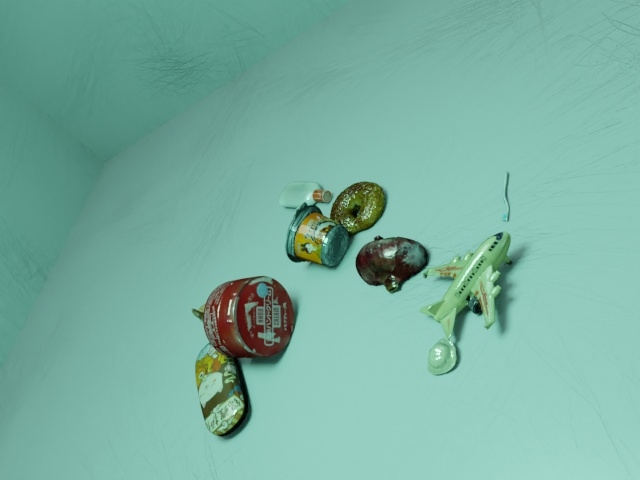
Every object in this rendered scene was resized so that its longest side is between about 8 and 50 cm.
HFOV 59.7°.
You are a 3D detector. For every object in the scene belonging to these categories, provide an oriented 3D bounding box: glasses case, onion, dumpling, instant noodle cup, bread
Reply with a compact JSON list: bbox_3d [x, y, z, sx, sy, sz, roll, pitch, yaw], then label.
[{"bbox_3d":[-0.278,0.398,1.549,0.122,0.082,0.321,-39,36,6],"label":"glasses case"},{"bbox_3d":[0.167,0.049,1.432,0.206,0.098,0.151,-19,42,32],"label":"onion"},{"bbox_3d":[0.262,0.249,1.190,0.059,0.043,0.077,28,68,37],"label":"dumpling"},{"bbox_3d":[0.000,0.000,1.599,0.125,0.208,0.178,22,67,30],"label":"instant noodle cup"},{"bbox_3d":[0.107,-0.099,1.671,0.193,0.064,0.193,-24,44,26],"label":"bread"}]

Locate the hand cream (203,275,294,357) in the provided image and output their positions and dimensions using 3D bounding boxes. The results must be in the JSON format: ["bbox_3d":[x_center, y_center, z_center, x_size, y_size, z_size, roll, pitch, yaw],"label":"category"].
[{"bbox_3d":[-0.197,0.212,1.531,0.149,0.230,0.230,-12,47,39],"label":"hand cream"}]

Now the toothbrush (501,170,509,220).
[{"bbox_3d":[0.457,-0.111,1.372,0.017,0.014,0.162,0,52,22],"label":"toothbrush"}]

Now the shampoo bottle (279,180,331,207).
[{"bbox_3d":[-0.049,-0.154,1.890,0.221,0.051,0.108,9,59,49],"label":"shampoo bottle"}]

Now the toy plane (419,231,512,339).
[{"bbox_3d":[0.330,0.089,1.224,0.256,0.104,0.242,-44,33,2],"label":"toy plane"}]

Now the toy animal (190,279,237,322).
[{"bbox_3d":[-0.291,0.187,1.699,0.185,0.184,0.104,-43,60,-9],"label":"toy animal"}]
